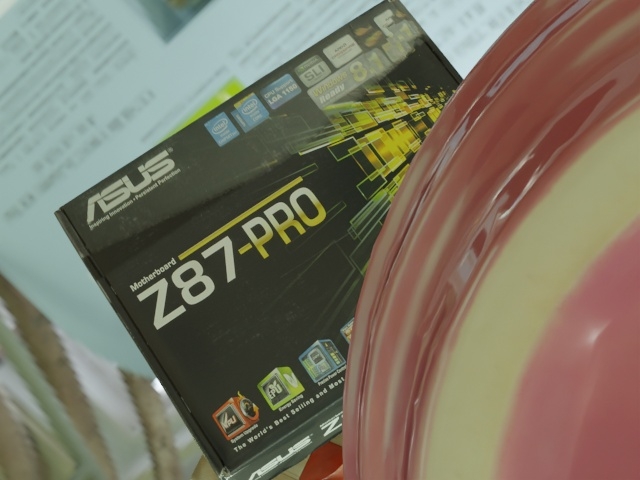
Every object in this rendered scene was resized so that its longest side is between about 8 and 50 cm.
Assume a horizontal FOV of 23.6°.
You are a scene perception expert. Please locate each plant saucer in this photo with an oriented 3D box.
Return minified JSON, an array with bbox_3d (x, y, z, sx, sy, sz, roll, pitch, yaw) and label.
[{"bbox_3d":[0.151,0.067,0.347,0.332,0.332,0.084,-39,172,24],"label":"plant saucer"}]

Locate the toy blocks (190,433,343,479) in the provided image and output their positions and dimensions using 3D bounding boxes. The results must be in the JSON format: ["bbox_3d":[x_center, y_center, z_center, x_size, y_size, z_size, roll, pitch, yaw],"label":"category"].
[{"bbox_3d":[0.039,0.175,1.595,0.261,0.190,0.381,17,-105,45],"label":"toy blocks"}]

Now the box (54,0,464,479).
[{"bbox_3d":[0.000,0.000,1.432,0.395,0.318,0.097,-32,155,-6],"label":"box"}]
